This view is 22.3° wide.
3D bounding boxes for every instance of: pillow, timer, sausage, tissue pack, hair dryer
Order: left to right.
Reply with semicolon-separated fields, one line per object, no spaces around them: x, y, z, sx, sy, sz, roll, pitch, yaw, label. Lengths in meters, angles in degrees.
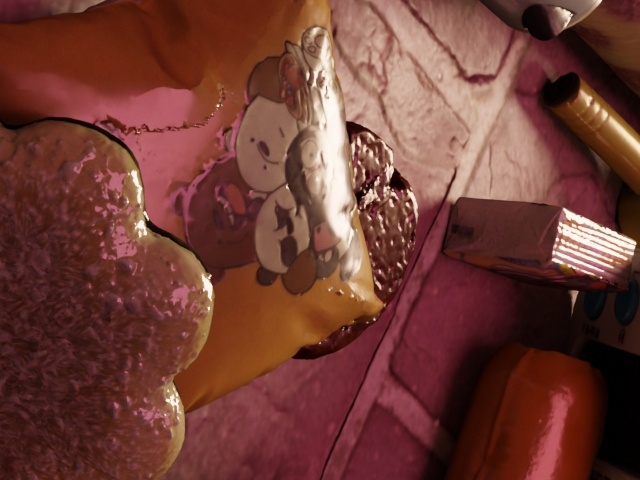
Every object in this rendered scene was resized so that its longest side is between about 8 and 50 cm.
-0.091;-0.027;1.040;0.312;0.119;0.310;-25;119;-35;pillow
0.152;0.267;1.418;0.134;0.116;0.353;31;76;-57;sausage
0.193;0.006;1.415;0.148;0.109;0.060;19;82;-52;tissue pack
0.312;-0.070;1.540;0.279;0.135;0.090;37;70;-38;hair dryer
0.298;0.129;1.466;0.087;0.262;0.237;7;93;-14;timer

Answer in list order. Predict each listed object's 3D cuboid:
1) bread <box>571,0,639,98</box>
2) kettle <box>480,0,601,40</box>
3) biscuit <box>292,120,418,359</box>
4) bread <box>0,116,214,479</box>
0.328;-0.226;1.494;0.338;0.155;0.187;31;65;-48;bread
0.138;-0.291;1.278;0.243;0.160;0.210;40;39;-55;kettle
0.000;0.000;1.226;0.192;0.049;0.192;-11;107;-42;biscuit
-0.162;0.043;0.926;0.056;0.207;0.286;-82;161;-67;bread
